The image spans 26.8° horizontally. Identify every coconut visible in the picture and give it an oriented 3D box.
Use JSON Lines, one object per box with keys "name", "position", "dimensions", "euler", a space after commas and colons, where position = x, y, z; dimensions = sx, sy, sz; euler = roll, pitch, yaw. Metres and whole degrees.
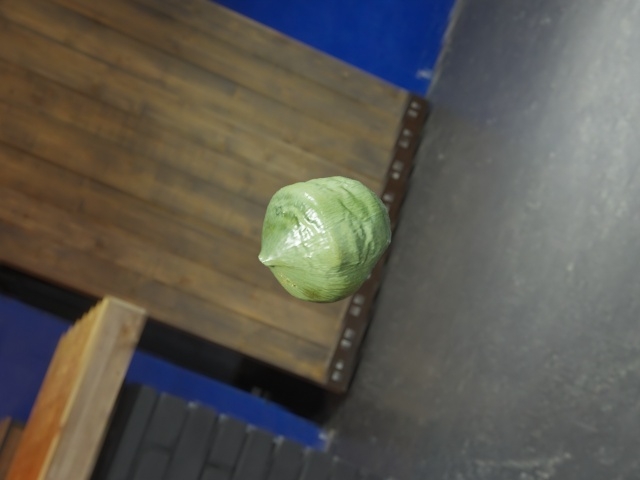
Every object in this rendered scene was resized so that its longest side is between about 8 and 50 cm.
{"name": "coconut", "position": [0.000, 0.000, 0.896], "dimensions": [0.088, 0.096, 0.087], "euler": [39, 140, 42]}
